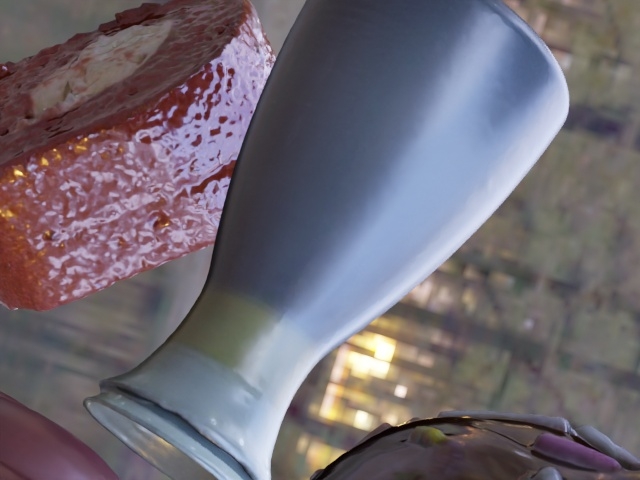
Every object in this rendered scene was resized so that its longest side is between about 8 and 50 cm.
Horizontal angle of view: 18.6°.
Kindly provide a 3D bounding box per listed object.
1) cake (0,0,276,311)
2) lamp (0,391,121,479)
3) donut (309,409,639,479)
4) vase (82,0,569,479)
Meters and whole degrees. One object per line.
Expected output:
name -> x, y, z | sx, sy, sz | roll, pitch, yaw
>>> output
cake -> -0.149, -0.059, 1.392 | 0.177, 0.283, 0.151 | -93, 162, -55
lamp -> -0.190, 0.171, 0.655 | 0.303, 0.303, 0.257 | -68, 140, -69
donut -> 0.005, 0.135, 0.412 | 0.235, 0.089, 0.235 | -53, 161, -27
vase -> 0.000, 0.000, 1.149 | 0.321, 0.173, 0.173 | -58, 174, -17
